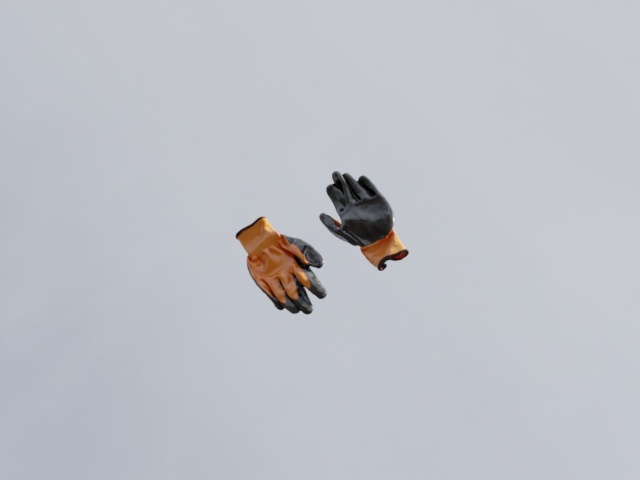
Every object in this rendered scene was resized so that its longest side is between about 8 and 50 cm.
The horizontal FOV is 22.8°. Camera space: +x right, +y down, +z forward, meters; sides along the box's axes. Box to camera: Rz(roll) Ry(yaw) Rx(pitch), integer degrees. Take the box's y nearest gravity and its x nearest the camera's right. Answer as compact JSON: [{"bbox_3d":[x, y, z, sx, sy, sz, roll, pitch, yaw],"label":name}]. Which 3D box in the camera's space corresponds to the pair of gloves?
[{"bbox_3d":[0.000,0.000,0.845,0.083,0.074,0.010,-30,-42,-3],"label":"pair of gloves"}]
